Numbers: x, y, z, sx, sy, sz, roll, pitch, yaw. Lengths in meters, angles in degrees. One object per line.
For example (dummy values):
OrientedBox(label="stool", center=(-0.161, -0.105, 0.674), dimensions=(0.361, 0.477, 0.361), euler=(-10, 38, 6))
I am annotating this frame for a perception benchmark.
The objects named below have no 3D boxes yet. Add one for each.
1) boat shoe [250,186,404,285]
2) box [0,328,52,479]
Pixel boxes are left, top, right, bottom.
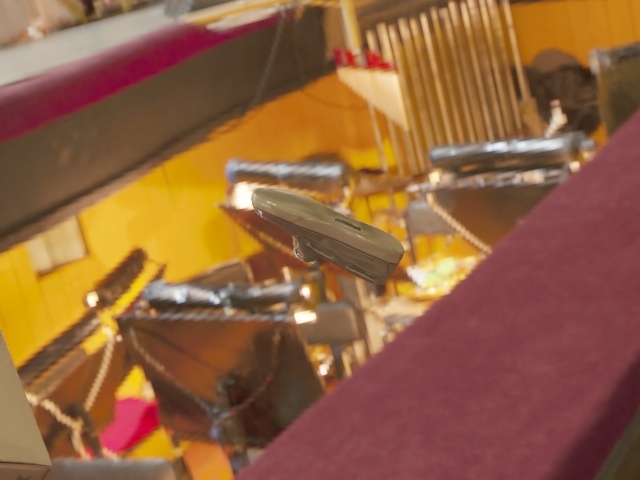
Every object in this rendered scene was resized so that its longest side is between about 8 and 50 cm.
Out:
OrientedBox(label="boat shoe", center=(0.001, 0.000, 1.678), dimensions=(0.227, 0.081, 0.079), euler=(23, 22, -2))
OrientedBox(label="box", center=(-0.406, 0.168, 1.277), dimensions=(0.121, 0.148, 0.311), euler=(15, 28, -42))
